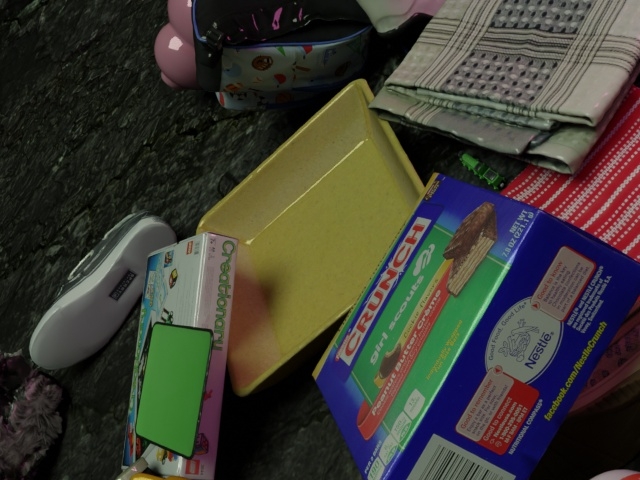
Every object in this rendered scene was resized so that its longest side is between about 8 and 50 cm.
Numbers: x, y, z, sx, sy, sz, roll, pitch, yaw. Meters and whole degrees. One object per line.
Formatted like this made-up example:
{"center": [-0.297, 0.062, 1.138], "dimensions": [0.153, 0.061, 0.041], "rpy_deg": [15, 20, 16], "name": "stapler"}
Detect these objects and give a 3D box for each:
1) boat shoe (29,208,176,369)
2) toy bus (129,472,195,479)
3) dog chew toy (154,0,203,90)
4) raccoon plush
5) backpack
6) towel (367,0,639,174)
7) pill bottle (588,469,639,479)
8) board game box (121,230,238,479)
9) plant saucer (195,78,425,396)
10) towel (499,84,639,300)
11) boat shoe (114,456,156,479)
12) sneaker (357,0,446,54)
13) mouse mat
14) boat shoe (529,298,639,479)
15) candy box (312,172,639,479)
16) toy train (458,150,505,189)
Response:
{"center": [-0.358, 0.072, 1.511], "dimensions": [0.301, 0.108, 0.102], "rpy_deg": [-51, 37, -1], "name": "boat shoe"}
{"center": [-0.067, 0.320, 0.943], "dimensions": [0.332, 0.130, 0.108], "rpy_deg": [11, 68, 18], "name": "toy bus"}
{"center": [-0.160, -0.393, 1.577], "dimensions": [0.332, 0.206, 0.207], "rpy_deg": [-50, 38, 19], "name": "dog chew toy"}
{"center": [-0.585, 0.363, 1.476], "dimensions": [0.299, 0.216, 0.447], "rpy_deg": [-28, 46, 41], "name": "raccoon plush"}
{"center": [-0.052, -0.316, 1.372], "dimensions": [0.263, 0.213, 0.277], "rpy_deg": [-4, 59, -2], "name": "backpack"}
{"center": [0.243, -0.243, 1.101], "dimensions": [0.312, 0.056, 0.324], "rpy_deg": [24, 74, 42], "name": "towel"}
{"center": [0.314, 0.275, 0.618], "dimensions": [0.322, 0.181, 0.182], "rpy_deg": [5, 68, 47], "name": "pill bottle"}
{"center": [-0.186, 0.154, 1.231], "dimensions": [0.193, 0.053, 0.306], "rpy_deg": [-16, 66, 57], "name": "board game box"}
{"center": [0.000, 0.000, 1.217], "dimensions": [0.333, 0.081, 0.333], "rpy_deg": [-40, 42, 18], "name": "plant saucer"}
{"center": [0.318, -0.046, 0.963], "dimensions": [0.199, 0.031, 0.275], "rpy_deg": [-47, 39, 9], "name": "towel"}
{"center": [-0.254, 0.348, 1.203], "dimensions": [0.084, 0.079, 0.233], "rpy_deg": [-44, 0, -37], "name": "boat shoe"}
{"center": [0.130, -0.358, 1.307], "dimensions": [0.127, 0.182, 0.315], "rpy_deg": [-14, 25, 37], "name": "sneaker"}
{"center": [-0.182, 0.179, 1.156], "dimensions": [0.189, 0.007, 0.153], "rpy_deg": [-2, 77, 59], "name": "mouse mat"}
{"center": [0.256, 0.134, 0.849], "dimensions": [0.285, 0.104, 0.089], "rpy_deg": [-37, 33, 16], "name": "boat shoe"}
{"center": [0.127, 0.086, 0.884], "dimensions": [0.268, 0.122, 0.317], "rpy_deg": [-60, 11, 4], "name": "candy box"}
{"center": [0.191, -0.086, 1.125], "dimensions": [0.017, 0.023, 0.083], "rpy_deg": [-50, 39, 6], "name": "toy train"}
